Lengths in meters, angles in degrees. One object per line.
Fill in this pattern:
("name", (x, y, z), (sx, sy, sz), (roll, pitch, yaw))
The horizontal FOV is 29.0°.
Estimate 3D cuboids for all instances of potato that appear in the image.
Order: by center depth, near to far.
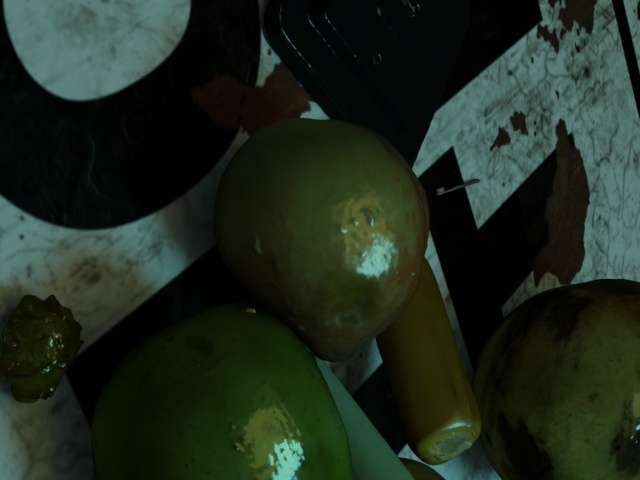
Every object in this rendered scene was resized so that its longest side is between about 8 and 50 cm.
("potato", (-0.078, 0.200, 1.041), (0.216, 0.216, 0.304), (-45, 133, -42))

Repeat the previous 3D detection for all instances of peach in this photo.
("peach", (0.000, 0.000, 1.140), (0.233, 0.233, 0.232), (1, 88, -51))

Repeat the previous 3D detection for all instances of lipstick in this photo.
("lipstick", (0.037, 0.211, 1.135), (0.076, 0.304, 0.076), (-30, 150, -19))

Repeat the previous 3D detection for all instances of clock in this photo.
("clock", (0.067, -0.247, 1.351), (0.279, 0.049, 0.273), (47, 55, -40))

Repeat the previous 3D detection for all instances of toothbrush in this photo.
("toothbrush", (0.167, -0.066, 1.507), (0.097, 0.006, 0.008), (-17, 99, -50))

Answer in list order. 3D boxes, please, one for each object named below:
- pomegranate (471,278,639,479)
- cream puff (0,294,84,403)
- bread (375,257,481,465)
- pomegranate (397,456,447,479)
("pomegranate", (0.334, 0.185, 1.478), (0.322, 0.322, 0.322), (1, 88, -51))
("cream puff", (-0.218, 0.086, 0.977), (0.083, 0.058, 0.083), (-51, 129, -41))
("bread", (0.106, 0.114, 1.300), (0.093, 0.074, 0.239), (27, 40, -52))
("pomegranate", (0.062, 0.315, 1.225), (0.207, 0.207, 0.207), (1, 88, -51))
